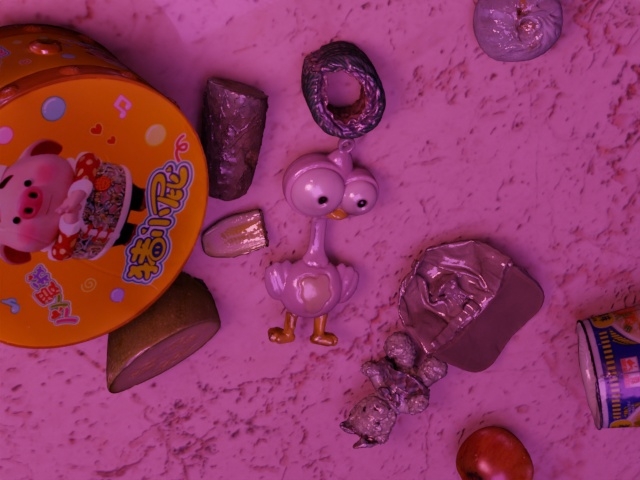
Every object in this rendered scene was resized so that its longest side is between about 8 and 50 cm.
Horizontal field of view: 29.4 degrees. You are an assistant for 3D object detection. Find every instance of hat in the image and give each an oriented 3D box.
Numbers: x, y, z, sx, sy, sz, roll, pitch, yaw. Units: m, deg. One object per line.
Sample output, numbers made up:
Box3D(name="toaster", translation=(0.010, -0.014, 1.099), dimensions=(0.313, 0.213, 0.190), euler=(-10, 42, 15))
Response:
Box3D(name="hat", translation=(0.247, 0.105, 2.065), dimensions=(0.214, 0.149, 0.245), euler=(-49, 151, 5))

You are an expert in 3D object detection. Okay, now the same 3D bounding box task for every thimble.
Box3D(name="thimble", translation=(0.035, -0.226, 1.834), dimensions=(0.119, 0.090, 0.135), euler=(-20, 117, -2))

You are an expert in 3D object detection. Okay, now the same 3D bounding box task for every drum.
Box3D(name="drum", translation=(-0.380, -0.071, 1.694), dimensions=(0.431, 0.214, 0.431), euler=(-18, 124, -28))

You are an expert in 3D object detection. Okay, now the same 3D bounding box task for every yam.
Box3D(name="yam", translation=(-0.134, -0.158, 1.833), dimensions=(0.107, 0.107, 0.183), euler=(5, 119, -12))

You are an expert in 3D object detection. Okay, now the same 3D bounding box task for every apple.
Box3D(name="apple", translation=(0.308, 0.409, 2.190), dimensions=(0.147, 0.146, 0.146), euler=(-4, 118, -8))

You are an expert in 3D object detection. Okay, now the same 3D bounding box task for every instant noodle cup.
Box3D(name="instant noodle cup", translation=(0.609, 0.202, 2.082), dimensions=(0.313, 0.284, 0.284), euler=(-10, 119, 5))

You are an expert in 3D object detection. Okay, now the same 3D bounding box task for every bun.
Box3D(name="bun", translation=(0.298, -0.330, 1.827), dimensions=(0.141, 0.083, 0.140), euler=(-3, 118, -5))

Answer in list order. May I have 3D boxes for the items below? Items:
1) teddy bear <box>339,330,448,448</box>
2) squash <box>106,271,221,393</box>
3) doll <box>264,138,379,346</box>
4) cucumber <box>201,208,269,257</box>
Box3D(name="teddy bear", translation=(0.125, 0.261, 2.106), dimensions=(0.133, 0.111, 0.213), euler=(39, 101, 19))
Box3D(name="squash", translation=(-0.242, 0.174, 1.904), dimensions=(0.189, 0.260, 0.189), euler=(-4, 116, -9))
Box3D(name="doll", translation=(0.000, -0.001, 1.947), dimensions=(0.160, 0.094, 0.365), euler=(5, 118, -16))
Box3D(name="cucumber", translation=(-0.137, -0.006, 1.951), dimensions=(0.108, 0.035, 0.067), euler=(-14, 88, 11))
